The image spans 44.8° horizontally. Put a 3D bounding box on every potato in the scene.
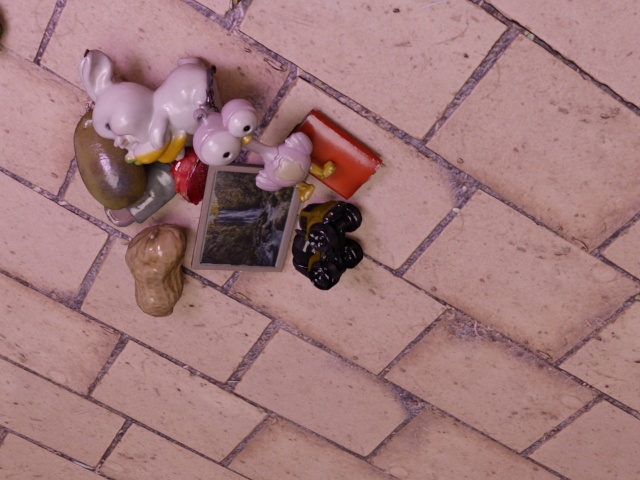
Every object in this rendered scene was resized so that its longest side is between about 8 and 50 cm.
[{"bbox_3d":[-0.487,-0.197,1.790,0.174,0.159,0.251,-12,103,43],"label":"potato"}]

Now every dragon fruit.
[{"bbox_3d":[-0.307,-0.172,1.806,0.111,0.153,0.153,26,128,14],"label":"dragon fruit"}]

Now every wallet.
[{"bbox_3d":[0.022,-0.195,1.779,0.204,0.045,0.142,34,126,-13],"label":"wallet"}]

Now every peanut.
[{"bbox_3d":[-0.424,0.067,1.996,0.159,0.143,0.291,38,137,25],"label":"peanut"}]

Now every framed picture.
[{"bbox_3d":[-0.177,-0.050,1.886,0.241,0.020,0.324,4,129,-18],"label":"framed picture"}]

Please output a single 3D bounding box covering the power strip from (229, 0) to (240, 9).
[{"bbox_3d":[-0.175,-0.601,1.511,0.044,0.064,0.305,10,126,7],"label":"power strip"}]

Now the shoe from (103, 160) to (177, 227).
[{"bbox_3d":[-0.446,-0.098,1.902,0.251,0.100,0.103,-32,112,31],"label":"shoe"}]

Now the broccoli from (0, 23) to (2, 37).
[{"bbox_3d":[-0.771,-0.454,1.689,0.146,0.137,0.162,-1,151,-17],"label":"broccoli"}]

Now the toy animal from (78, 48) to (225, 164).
[{"bbox_3d":[-0.364,-0.291,1.664,0.310,0.183,0.247,-5,93,4],"label":"toy animal"}]

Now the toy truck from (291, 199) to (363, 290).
[{"bbox_3d":[0.000,0.000,1.877,0.165,0.147,0.224,23,133,29],"label":"toy truck"}]

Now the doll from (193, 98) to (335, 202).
[{"bbox_3d":[-0.131,-0.195,1.658,0.160,0.094,0.365,-46,138,20],"label":"doll"}]
